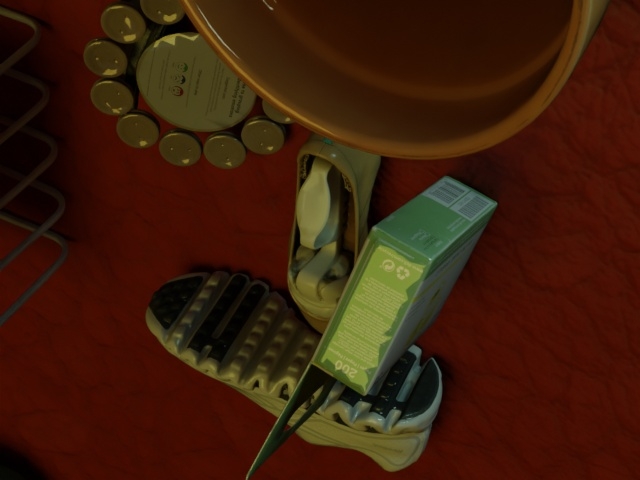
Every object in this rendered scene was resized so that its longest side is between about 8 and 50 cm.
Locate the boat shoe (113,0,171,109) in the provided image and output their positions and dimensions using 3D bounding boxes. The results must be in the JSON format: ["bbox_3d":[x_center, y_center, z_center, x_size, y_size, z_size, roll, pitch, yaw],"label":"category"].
[{"bbox_3d":[-0.143,-0.158,1.243,0.049,0.056,0.152,7,143,-9],"label":"boat shoe"}]

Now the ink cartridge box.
[{"bbox_3d":[0.040,0.075,1.154,0.056,0.171,0.235,30,114,12],"label":"ink cartridge box"}]

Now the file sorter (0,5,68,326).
[{"bbox_3d":[-0.352,-0.070,1.389,0.193,0.173,0.278,21,135,21],"label":"file sorter"}]

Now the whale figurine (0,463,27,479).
[{"bbox_3d":[-0.428,0.321,1.843,0.272,0.141,0.216,30,144,51],"label":"whale figurine"}]

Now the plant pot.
[{"bbox_3d":[0.066,-0.222,0.912,0.291,0.203,0.291,21,134,23],"label":"plant pot"}]

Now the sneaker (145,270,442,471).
[{"bbox_3d":[-0.031,0.122,1.366,0.292,0.110,0.118,24,145,20],"label":"sneaker"}]

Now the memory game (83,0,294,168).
[{"bbox_3d":[-0.099,-0.130,1.214,0.186,0.012,0.186,5,132,5],"label":"memory game"}]

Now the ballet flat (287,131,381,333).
[{"bbox_3d":[0.000,0.000,1.237,0.080,0.073,0.232,19,129,21],"label":"ballet flat"}]
